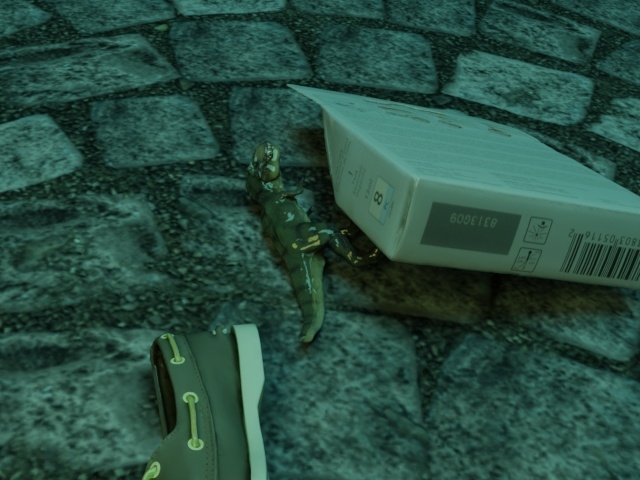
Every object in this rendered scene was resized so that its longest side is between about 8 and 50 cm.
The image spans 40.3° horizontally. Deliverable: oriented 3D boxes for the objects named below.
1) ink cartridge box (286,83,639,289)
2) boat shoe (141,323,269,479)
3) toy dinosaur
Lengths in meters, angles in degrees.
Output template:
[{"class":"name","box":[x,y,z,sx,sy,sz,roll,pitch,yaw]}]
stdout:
[{"class":"ink cartridge box","box":[0.147,-0.073,0.977,0.308,0.091,0.385,6,19,-23]},{"class":"boat shoe","box":[-0.083,0.173,0.631,0.091,0.109,0.305,1,33,-9]},{"class":"toy dinosaur","box":[0.000,0.000,0.903,0.118,0.064,0.268,-7,46,-15]}]
